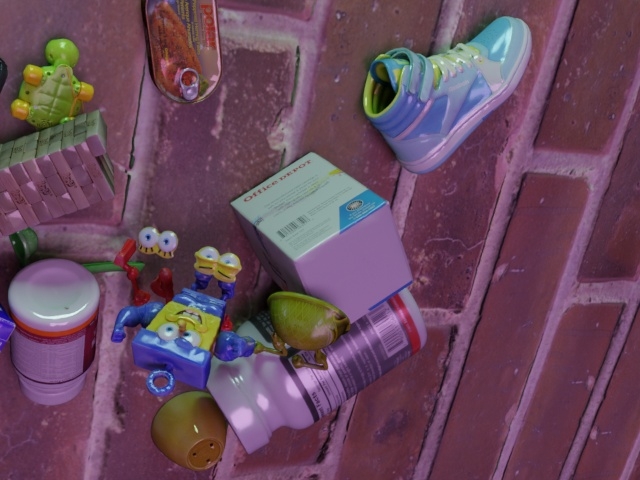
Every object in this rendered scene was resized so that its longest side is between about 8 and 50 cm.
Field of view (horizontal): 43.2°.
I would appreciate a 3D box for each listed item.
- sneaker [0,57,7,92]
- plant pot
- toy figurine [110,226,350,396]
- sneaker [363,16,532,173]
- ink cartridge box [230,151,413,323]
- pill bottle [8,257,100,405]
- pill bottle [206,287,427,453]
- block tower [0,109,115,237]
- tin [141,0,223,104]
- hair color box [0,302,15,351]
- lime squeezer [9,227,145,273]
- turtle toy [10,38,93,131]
[{"bbox_3d":[-0.442,-0.246,1.032,0.058,0.084,0.152,-9,85,3],"label":"sneaker"},{"bbox_3d":[-0.219,0.348,1.419,0.134,0.095,0.134,-12,118,-24],"label":"plant pot"},{"bbox_3d":[-0.163,0.157,1.150,0.362,0.217,0.191,20,133,5],"label":"toy figurine"},{"bbox_3d":[0.202,-0.282,1.336,0.319,0.127,0.208,-52,128,1],"label":"sneaker"},{"bbox_3d":[0.000,0.000,1.290,0.171,0.232,0.168,-32,127,-13],"label":"ink cartridge box"},{"bbox_3d":[-0.385,0.138,1.168,0.121,0.121,0.221,-9,142,-26],"label":"pill bottle"},{"bbox_3d":[-0.017,0.189,1.387,0.363,0.210,0.210,-32,125,-12],"label":"pill bottle"},{"bbox_3d":[-0.430,-0.060,1.054,0.335,0.091,0.097,-21,124,-2],"label":"block tower"},{"bbox_3d":[-0.197,-0.291,1.158,0.106,0.040,0.190,-12,119,-20],"label":"tin"},{"bbox_3d":[-0.553,0.210,1.078,0.110,0.185,0.339,33,86,-35],"label":"hair color box"},{"bbox_3d":[-0.397,0.001,1.173,0.110,0.059,0.310,-48,126,-1],"label":"lime squeezer"},{"bbox_3d":[-0.359,-0.207,1.086,0.095,0.066,0.130,16,104,-36],"label":"turtle toy"}]
